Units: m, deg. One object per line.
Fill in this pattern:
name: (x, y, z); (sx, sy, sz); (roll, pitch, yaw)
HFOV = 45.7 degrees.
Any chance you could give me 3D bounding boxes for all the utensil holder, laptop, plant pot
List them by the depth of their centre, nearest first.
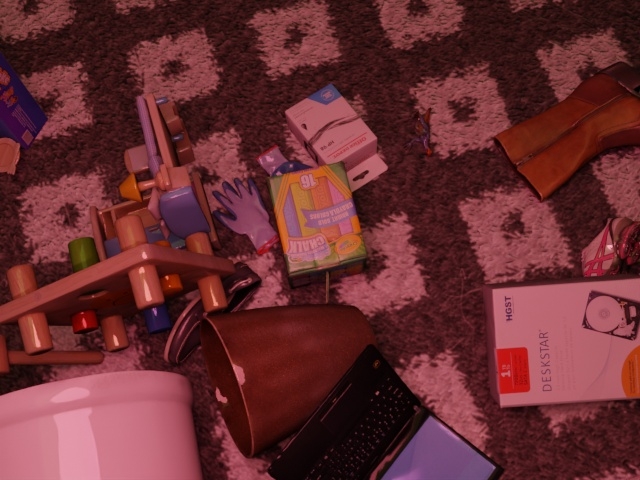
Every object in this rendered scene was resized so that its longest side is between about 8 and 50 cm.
utensil holder: (-0.298, 0.403, 0.991); (0.328, 0.327, 0.385); (-14, 68, -2)
laptop: (0.100, 0.330, 1.095); (0.234, 0.264, 0.137); (-49, 36, -16)
plant pot: (-0.037, 0.184, 1.146); (0.231, 0.215, 0.215); (-16, 67, -21)

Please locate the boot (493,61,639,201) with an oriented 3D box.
boot: (0.482, -0.157, 1.296); (0.281, 0.096, 0.264); (-33, 70, -9)

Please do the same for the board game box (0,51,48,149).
board game box: (-0.645, -0.308, 1.293); (0.234, 0.347, 0.078); (22, 70, 12)

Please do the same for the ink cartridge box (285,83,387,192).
ink cartridge box: (0.030, -0.180, 1.352); (0.104, 0.060, 0.180); (-33, 69, -10)

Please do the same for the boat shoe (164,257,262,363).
boat shoe: (-0.173, 0.122, 1.233); (0.065, 0.075, 0.206); (29, 68, 18)

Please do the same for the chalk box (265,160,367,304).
chalk box: (0.000, 0.000, 1.232); (0.132, 0.132, 0.212); (-13, 78, -4)

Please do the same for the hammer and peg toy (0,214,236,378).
hammer and peg toy: (-0.329, 0.089, 1.109); (0.362, 0.266, 0.127); (-23, 76, 17)

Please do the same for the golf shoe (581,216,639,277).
golf shoe: (0.460, 0.047, 1.238); (0.186, 0.067, 0.086); (-57, 34, -7)

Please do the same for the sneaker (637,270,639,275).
sneaker: (0.639, 0.134, 1.167); (0.331, 0.122, 0.146); (31, 91, 14)

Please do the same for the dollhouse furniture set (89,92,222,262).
dollhouse furniture set: (-0.306, -0.112, 1.215); (0.198, 0.303, 0.286); (-18, 68, -5)

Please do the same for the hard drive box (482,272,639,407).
hard drive box: (0.373, 0.149, 1.146); (0.232, 0.089, 0.181); (-5, 92, 3)

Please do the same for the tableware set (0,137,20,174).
tableware set: (-0.633, -0.142, 1.382); (0.169, 0.020, 0.141); (27, 88, 11)

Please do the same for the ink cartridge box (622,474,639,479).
ink cartridge box: (0.450, 0.430, 0.897); (0.161, 0.384, 0.279); (10, 69, 8)

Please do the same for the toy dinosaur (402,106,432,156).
toy dinosaur: (0.189, -0.193, 1.360); (0.090, 0.047, 0.082); (-28, 87, -19)

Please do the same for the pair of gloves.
pair of gloves: (-0.087, -0.077, 1.338); (0.198, 0.023, 0.159); (-37, 72, -10)
